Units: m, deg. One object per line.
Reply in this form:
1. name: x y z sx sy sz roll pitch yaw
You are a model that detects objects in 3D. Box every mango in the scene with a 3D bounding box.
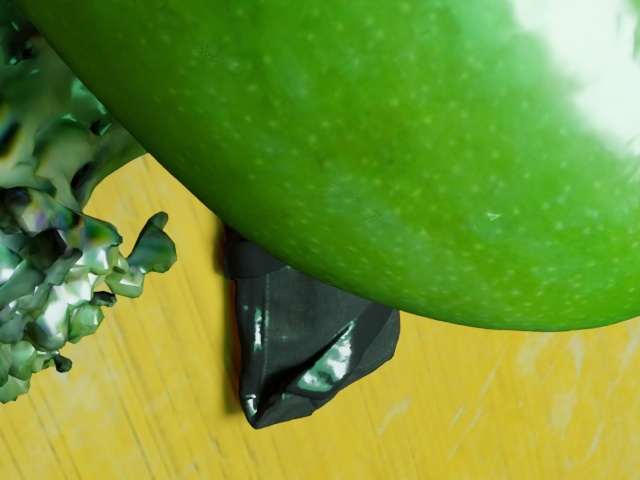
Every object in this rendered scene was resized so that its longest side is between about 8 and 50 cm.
1. mango: 0.003 -0.134 0.552 0.225 0.201 0.382 -41 101 -12

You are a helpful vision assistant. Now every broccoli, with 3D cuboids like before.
1. broccoli: -0.118 -0.071 0.665 0.198 0.177 0.275 47 47 -11

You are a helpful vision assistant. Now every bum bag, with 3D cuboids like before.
1. bum bag: 0.000 0.000 0.831 0.087 0.049 0.198 -18 125 -24
